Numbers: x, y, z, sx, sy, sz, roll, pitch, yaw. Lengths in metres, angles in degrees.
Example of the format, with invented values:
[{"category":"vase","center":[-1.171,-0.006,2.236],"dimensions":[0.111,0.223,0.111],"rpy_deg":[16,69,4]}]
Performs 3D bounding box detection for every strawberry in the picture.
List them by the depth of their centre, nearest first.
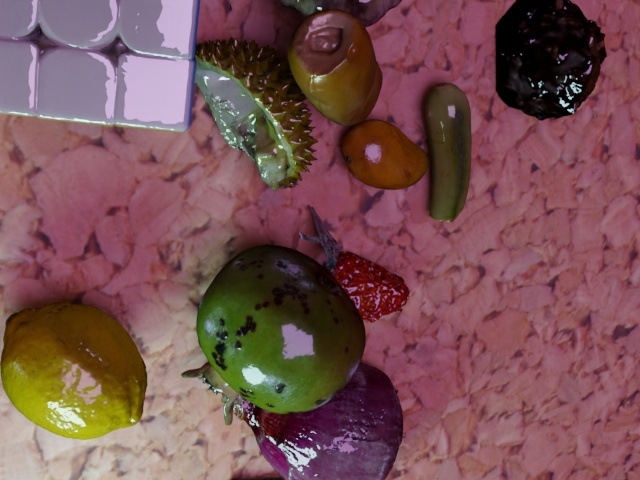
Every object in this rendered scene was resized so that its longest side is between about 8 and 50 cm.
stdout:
[{"category":"strawberry","center":[0.085,0.090,1.719],"dimensions":[0.188,0.082,0.121],"rpy_deg":[9,101,-22]}]

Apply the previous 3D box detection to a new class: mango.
[{"category":"mango","center":[0.108,-0.142,1.646],"dimensions":[0.165,0.089,0.115],"rpy_deg":[37,83,-32]}]

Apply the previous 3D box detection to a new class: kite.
[{"category":"kite","center":[0.000,0.000,1.644],"dimensions":[0.011,0.139,0.156],"rpy_deg":[-27,163,21]}]

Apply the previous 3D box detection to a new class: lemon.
[{"category":"lemon","center":[-0.388,0.204,1.496],"dimensions":[0.260,0.204,0.204],"rpy_deg":[42,89,-10]}]

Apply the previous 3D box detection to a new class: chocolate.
[{"category":"chocolate","center":[0.443,-0.310,1.673],"dimensions":[0.206,0.177,0.224],"rpy_deg":[-12,113,-18]}]

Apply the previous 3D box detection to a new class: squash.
[{"category":"squash","center":[0.227,-0.159,1.695],"dimensions":[0.083,0.083,0.250],"rpy_deg":[-13,115,-18]}]

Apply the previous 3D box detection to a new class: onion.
[{"category":"onion","center":[0.003,0.355,1.733],"dimensions":[0.348,0.159,0.267],"rpy_deg":[13,100,-27]}]

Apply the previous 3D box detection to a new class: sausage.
[{"category":"sausage","center":[0.032,-0.256,1.477],"dimensions":[0.116,0.354,0.134],"rpy_deg":[16,87,10]}]

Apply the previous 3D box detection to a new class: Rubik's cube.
[{"category":"Rubik's cube","center":[-0.305,-0.321,1.271],"dimensions":[0.291,0.292,0.290],"rpy_deg":[4,107,-10]}]

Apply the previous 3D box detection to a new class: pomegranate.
[{"category":"pomegranate","center":[-0.097,0.164,1.568],"dimensions":[0.323,0.291,0.291],"rpy_deg":[-32,117,1]}]

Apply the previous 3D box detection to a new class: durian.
[{"category":"durian","center":[-0.093,-0.193,1.513],"dimensions":[0.166,0.172,0.306],"rpy_deg":[-23,126,13]}]

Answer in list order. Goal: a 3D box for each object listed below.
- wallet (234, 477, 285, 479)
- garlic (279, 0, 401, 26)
[{"category":"wallet","center":[-0.140,0.561,1.811],"dimensions":[0.124,0.042,0.230],"rpy_deg":[4,108,-26]},{"category":"garlic","center":[0.025,-0.437,1.473],"dimensions":[0.245,0.160,0.245],"rpy_deg":[1,85,-8]}]
